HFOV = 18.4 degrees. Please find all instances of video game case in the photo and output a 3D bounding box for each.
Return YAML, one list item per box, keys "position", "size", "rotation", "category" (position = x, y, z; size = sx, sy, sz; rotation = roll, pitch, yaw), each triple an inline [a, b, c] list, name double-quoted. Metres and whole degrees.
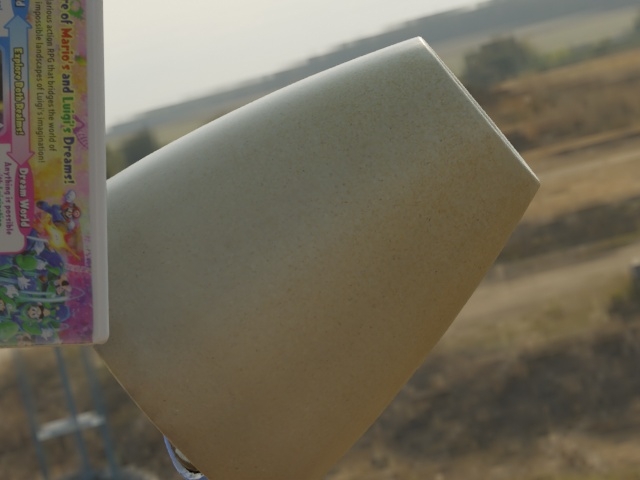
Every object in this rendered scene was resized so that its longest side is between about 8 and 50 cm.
- position: [-0.146, -0.040, 0.681]
  size: [0.143, 0.157, 0.019]
  rotation: [-1, 4, -11]
  category: "video game case"

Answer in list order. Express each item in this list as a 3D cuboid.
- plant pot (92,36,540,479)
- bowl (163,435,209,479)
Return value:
- position: [0.000, 0.000, 1.303]
  size: [0.274, 0.256, 0.256]
  rotation: [-39, 0, 8]
  category: "plant pot"
- position: [-0.091, 0.068, 2.029]
  size: [0.077, 0.391, 0.391]
  rotation: [5, -3, -20]
  category: "bowl"
